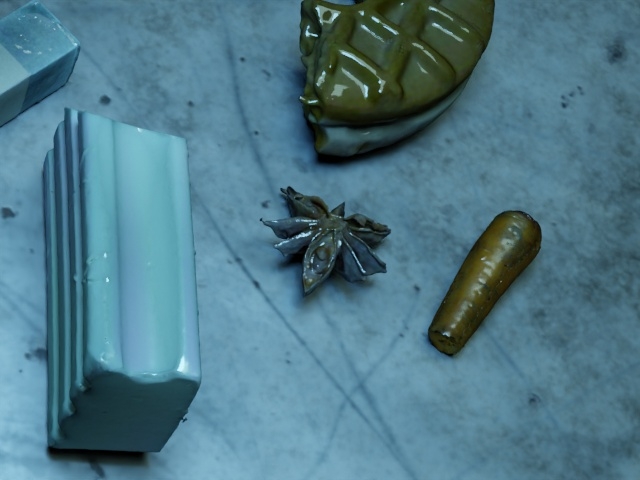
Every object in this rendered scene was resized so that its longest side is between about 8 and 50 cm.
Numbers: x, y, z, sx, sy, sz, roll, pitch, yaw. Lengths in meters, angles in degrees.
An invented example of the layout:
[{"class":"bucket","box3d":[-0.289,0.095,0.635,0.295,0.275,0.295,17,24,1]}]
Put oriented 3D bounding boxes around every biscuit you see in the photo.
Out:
[{"class":"biscuit","box3d":[0.026,-0.264,1.908,0.268,0.115,0.366,-16,68,-28]}]

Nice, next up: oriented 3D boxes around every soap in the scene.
[{"class":"soap","box3d":[-0.167,0.020,1.624,0.095,0.173,0.289,6,57,-19]}]

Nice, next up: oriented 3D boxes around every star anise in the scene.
[{"class":"star anise","box3d":[0.001,0.008,1.763,0.124,0.056,0.129,22,40,-4]}]

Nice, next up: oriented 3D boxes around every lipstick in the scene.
[{"class":"lipstick","box3d":[-0.348,-0.100,1.694,0.066,0.068,0.317,46,56,9]}]

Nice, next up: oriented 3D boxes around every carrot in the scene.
[{"class":"carrot","box3d":[0.150,0.037,1.810,0.055,0.055,0.161,36,61,3]}]
